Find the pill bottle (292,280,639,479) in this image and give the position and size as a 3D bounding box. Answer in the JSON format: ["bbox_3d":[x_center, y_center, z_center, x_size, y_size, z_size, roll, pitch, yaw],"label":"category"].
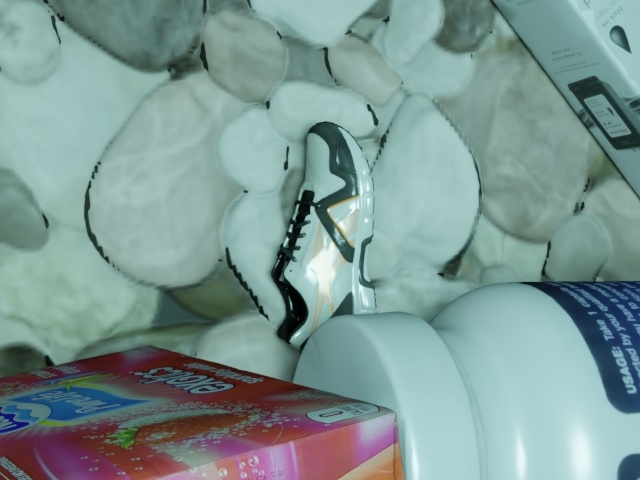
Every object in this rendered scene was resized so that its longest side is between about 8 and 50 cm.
[{"bbox_3d":[0.128,0.093,0.655,0.264,0.153,0.153,1,89,-24],"label":"pill bottle"}]

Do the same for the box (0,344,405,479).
[{"bbox_3d":[-0.073,0.115,0.516,0.128,0.257,0.123,-11,95,-22],"label":"box"}]

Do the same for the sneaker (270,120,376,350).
[{"bbox_3d":[0.000,0.000,0.666,0.043,0.040,0.109,-3,90,-21],"label":"sneaker"}]

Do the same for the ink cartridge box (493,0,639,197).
[{"bbox_3d":[0.182,-0.091,0.732,0.104,0.060,0.180,-45,106,-18],"label":"ink cartridge box"}]
